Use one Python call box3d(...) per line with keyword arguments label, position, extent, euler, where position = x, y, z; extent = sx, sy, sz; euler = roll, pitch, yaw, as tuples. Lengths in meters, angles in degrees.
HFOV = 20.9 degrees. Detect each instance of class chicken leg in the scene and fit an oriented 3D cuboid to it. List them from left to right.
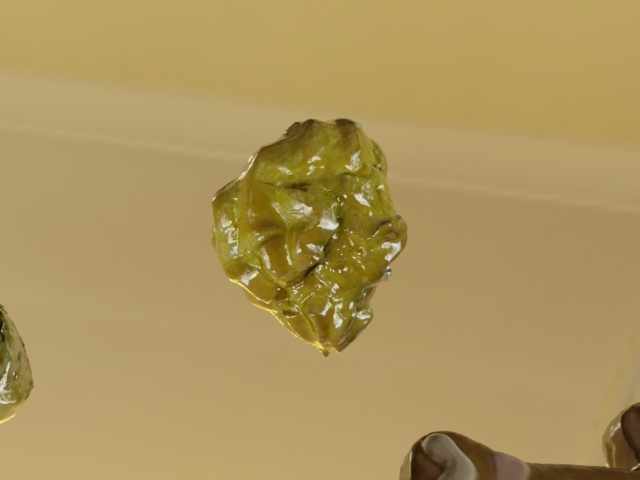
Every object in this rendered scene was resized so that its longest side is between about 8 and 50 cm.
box3d(label="chicken leg", position=(-0.251, 0.057, 1.190), extent=(0.088, 0.103, 0.227), euler=(-38, -154, 0))

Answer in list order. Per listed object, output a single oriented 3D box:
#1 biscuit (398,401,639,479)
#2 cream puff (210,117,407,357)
box3d(label="biscuit", position=(0.263, 0.216, 1.202), extent=(0.432, 0.064, 0.283), euler=(3, -137, -27))
box3d(label="cream puff", position=(0.000, 0.000, 1.166), extent=(0.146, 0.146, 0.116), euler=(-23, -121, -26))
